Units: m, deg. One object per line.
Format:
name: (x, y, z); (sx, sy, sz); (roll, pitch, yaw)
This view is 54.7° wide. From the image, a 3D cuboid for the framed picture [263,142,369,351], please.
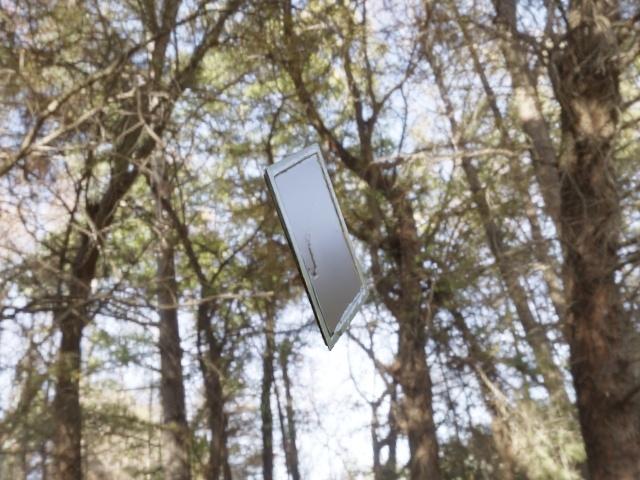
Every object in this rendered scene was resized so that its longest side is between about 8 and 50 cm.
framed picture: (0.000, 0.000, 0.927); (0.016, 0.273, 0.216); (-14, 12, 23)
